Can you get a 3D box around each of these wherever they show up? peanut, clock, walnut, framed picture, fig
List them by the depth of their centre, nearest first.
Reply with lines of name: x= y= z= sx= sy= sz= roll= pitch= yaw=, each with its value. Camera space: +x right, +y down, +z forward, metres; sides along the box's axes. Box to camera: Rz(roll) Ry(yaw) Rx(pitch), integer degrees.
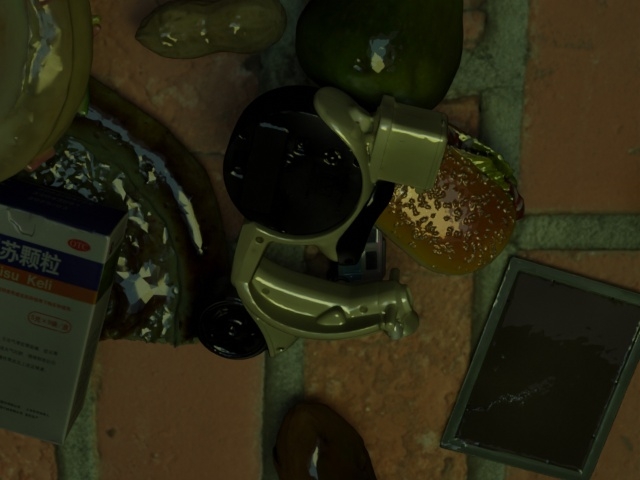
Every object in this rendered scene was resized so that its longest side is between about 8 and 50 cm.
clock: x=0.000 y=0.000 z=1.402 sx=0.276 sy=0.120 sz=0.379 roll=11 pitch=125 yaw=1
fig: x=0.096 y=-0.285 z=1.413 sx=0.206 sy=0.206 sz=0.275 roll=29 pitch=87 yaw=-12
peanut: x=-0.133 y=-0.261 z=1.437 sx=0.187 sy=0.082 sz=0.082 roll=-6 pitch=106 yaw=-4
walnut: x=0.013 y=0.324 z=1.585 sx=0.137 sy=0.137 sz=0.245 roll=-24 pitch=107 yaw=2
framed picture: x=0.317 y=0.184 z=1.632 sx=0.231 sy=0.018 sz=0.293 roll=17 pitch=103 yaw=-9

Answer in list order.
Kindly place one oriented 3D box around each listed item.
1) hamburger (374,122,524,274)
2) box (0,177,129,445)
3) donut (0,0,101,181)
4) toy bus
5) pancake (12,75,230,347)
hamburger: x=0.151 y=-0.059 z=1.490 sx=0.210 sy=0.116 sz=0.173 roll=41 pitch=83 yaw=-14
box: x=-0.374 y=0.084 z=1.467 sx=0.200 sy=0.106 sz=0.299 roll=16 pitch=111 yaw=-1
donut: x=-0.403 y=-0.210 z=1.327 sx=0.371 sy=0.150 sz=0.307 roll=-14 pitch=96 yaw=29
toy bus: x=0.048 y=0.030 z=1.545 sx=0.075 sy=0.060 sz=0.123 roll=-2 pitch=103 yaw=-8
pancake: x=-0.284 y=-0.031 z=1.498 sx=0.305 sy=0.067 sz=0.427 roll=-17 pitch=108 yaw=2
